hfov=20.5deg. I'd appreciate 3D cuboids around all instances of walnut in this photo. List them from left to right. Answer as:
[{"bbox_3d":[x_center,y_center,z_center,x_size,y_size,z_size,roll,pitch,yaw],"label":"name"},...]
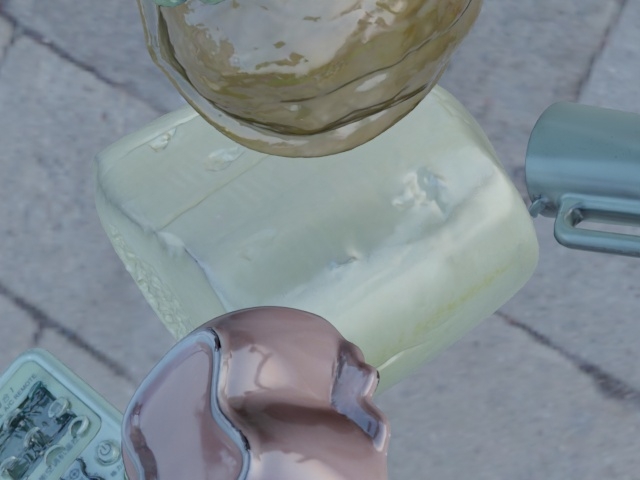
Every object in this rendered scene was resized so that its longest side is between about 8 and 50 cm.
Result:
[{"bbox_3d":[-0.014,-0.206,1.400,0.285,0.296,0.285,-1,95,-15],"label":"walnut"}]

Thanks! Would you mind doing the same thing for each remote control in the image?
[{"bbox_3d":[-0.172,0.217,1.454,0.335,0.065,0.128,34,82,36],"label":"remote control"}]

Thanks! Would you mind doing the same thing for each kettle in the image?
[{"bbox_3d":[0.243,-0.052,1.417,0.148,0.127,0.098,12,114,39],"label":"kettle"}]

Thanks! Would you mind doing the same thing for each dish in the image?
[{"bbox_3d":[-0.058,0.133,1.114,0.213,0.090,0.213,-24,53,36],"label":"dish"}]

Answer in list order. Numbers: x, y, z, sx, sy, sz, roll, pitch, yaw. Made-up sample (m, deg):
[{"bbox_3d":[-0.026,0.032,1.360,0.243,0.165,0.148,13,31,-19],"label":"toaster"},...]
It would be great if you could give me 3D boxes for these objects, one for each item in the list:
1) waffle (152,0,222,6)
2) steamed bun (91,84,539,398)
[{"bbox_3d":[-0.048,-0.310,1.094,0.292,0.056,0.309,-24,71,42],"label":"waffle"},{"bbox_3d":[0.000,0.000,1.854,0.371,0.290,0.456,-31,34,-13],"label":"steamed bun"}]
